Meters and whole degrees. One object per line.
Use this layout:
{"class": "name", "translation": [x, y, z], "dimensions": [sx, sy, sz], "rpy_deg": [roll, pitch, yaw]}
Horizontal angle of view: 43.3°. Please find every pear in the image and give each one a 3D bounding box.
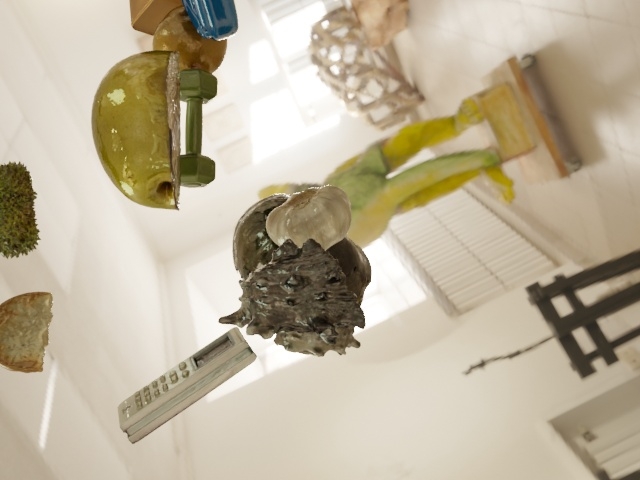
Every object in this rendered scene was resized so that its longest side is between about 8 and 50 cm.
{"class": "pear", "translation": [-0.414, -0.248, 1.819], "dimensions": [0.340, 0.192, 0.386], "rpy_deg": [94, 173, -49]}

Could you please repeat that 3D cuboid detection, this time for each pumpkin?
{"class": "pumpkin", "translation": [-0.064, 0.076, 2.344], "dimensions": [0.454, 0.344, 0.454], "rpy_deg": [45, -178, -2]}

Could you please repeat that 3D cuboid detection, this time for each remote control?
{"class": "remote control", "translation": [-0.255, 0.268, 1.529], "dimensions": [0.055, 0.277, 0.103], "rpy_deg": [58, 172, -18]}

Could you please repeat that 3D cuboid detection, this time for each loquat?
{"class": "loquat", "translation": [-0.357, -0.541, 2.206], "dimensions": [0.208, 0.208, 0.208], "rpy_deg": [154, 90, -87]}

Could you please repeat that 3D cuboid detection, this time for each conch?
{"class": "conch", "translation": [-0.025, 0.122, 1.362], "dimensions": [0.241, 0.186, 0.313], "rpy_deg": [29, 155, -11]}

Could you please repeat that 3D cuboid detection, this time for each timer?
{"class": "timer", "translation": [-0.308, -0.672, 1.977], "dimensions": [0.309, 0.115, 0.340], "rpy_deg": [80, 166, -50]}

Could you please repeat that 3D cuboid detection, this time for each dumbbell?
{"class": "dumbbell", "translation": [-0.326, -0.287, 2.076], "dimensions": [0.121, 0.108, 0.301], "rpy_deg": [8, -102, -50]}

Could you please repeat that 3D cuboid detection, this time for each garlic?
{"class": "garlic", "translation": [0.000, 0.000, 1.812], "dimensions": [0.199, 0.199, 0.226], "rpy_deg": [-126, 14, -73]}

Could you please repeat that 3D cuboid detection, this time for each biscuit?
{"class": "biscuit", "translation": [-0.954, 0.290, 2.539], "dimensions": [0.040, 0.205, 0.308], "rpy_deg": [102, 164, -46]}

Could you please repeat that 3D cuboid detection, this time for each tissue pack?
{"class": "tissue pack", "translation": [-0.460, -0.757, 2.333], "dimensions": [0.145, 0.194, 0.274], "rpy_deg": [8, -118, -41]}

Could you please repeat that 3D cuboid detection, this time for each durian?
{"class": "durian", "translation": [-0.758, -0.063, 1.877], "dimensions": [0.200, 0.177, 0.236], "rpy_deg": [43, 129, 39]}
